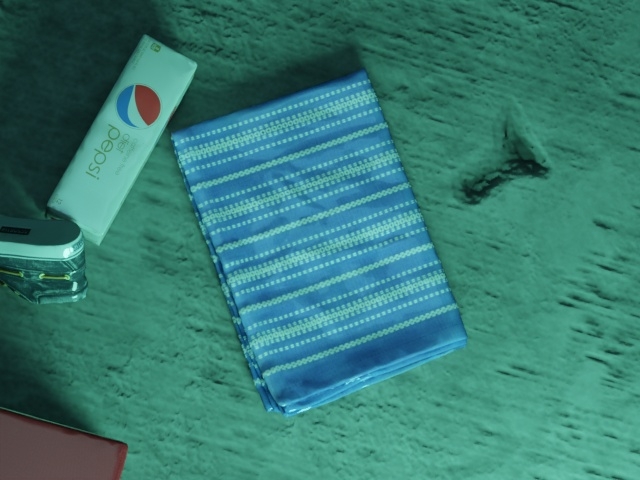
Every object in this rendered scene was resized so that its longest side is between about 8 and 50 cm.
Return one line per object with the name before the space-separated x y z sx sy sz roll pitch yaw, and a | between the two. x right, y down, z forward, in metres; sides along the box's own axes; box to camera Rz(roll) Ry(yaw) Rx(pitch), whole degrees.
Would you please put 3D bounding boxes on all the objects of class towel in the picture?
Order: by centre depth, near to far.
towel | 0.000 0.000 1.815 0.243 0.040 0.336 -19 84 -14

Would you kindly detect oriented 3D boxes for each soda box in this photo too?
soda box | -0.212 -0.107 1.773 0.069 0.074 0.216 28 77 -5

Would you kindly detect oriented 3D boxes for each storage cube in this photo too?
storage cube | -0.311 0.270 1.634 0.215 0.183 0.193 18 77 -7

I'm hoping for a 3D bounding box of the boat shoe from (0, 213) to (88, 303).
boat shoe | -0.331 0.020 1.736 0.183 0.083 0.065 8 36 14
